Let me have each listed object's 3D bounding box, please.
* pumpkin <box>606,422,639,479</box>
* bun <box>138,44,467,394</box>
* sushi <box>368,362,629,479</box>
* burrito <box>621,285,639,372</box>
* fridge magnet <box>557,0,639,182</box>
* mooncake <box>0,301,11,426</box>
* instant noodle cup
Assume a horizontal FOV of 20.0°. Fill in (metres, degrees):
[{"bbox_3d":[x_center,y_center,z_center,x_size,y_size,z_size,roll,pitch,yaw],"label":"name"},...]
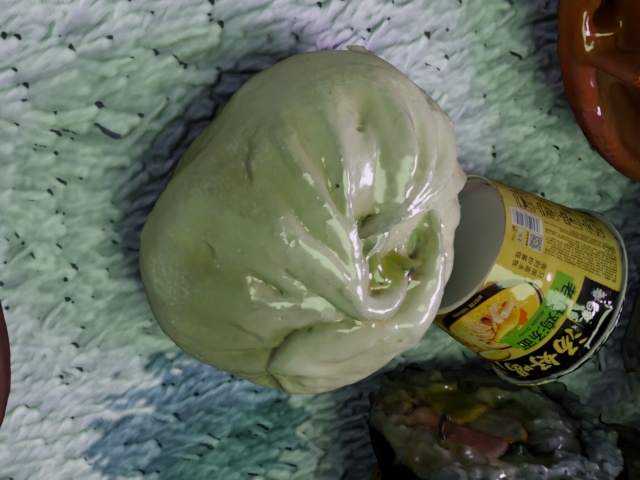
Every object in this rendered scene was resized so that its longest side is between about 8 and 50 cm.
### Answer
[{"bbox_3d":[0.273,0.348,1.615,0.232,0.242,0.325,-43,131,-19],"label":"pumpkin"},{"bbox_3d":[0.000,0.000,1.239,0.259,0.160,0.259,-19,129,-25],"label":"bun"},{"bbox_3d":[0.122,0.225,1.443,0.239,0.225,0.218,20,117,-10],"label":"sushi"},{"bbox_3d":[0.302,0.043,1.580,0.051,0.042,0.171,2,113,-14],"label":"burrito"},{"bbox_3d":[0.336,-0.197,1.373,0.364,0.155,0.363,-19,128,-27],"label":"fridge magnet"},{"bbox_3d":[-0.332,0.063,1.016,0.334,0.174,0.325,9,113,-42],"label":"mooncake"},{"bbox_3d":[0.140,0.022,1.380,0.122,0.151,0.151,29,97,-34],"label":"instant noodle cup"}]
